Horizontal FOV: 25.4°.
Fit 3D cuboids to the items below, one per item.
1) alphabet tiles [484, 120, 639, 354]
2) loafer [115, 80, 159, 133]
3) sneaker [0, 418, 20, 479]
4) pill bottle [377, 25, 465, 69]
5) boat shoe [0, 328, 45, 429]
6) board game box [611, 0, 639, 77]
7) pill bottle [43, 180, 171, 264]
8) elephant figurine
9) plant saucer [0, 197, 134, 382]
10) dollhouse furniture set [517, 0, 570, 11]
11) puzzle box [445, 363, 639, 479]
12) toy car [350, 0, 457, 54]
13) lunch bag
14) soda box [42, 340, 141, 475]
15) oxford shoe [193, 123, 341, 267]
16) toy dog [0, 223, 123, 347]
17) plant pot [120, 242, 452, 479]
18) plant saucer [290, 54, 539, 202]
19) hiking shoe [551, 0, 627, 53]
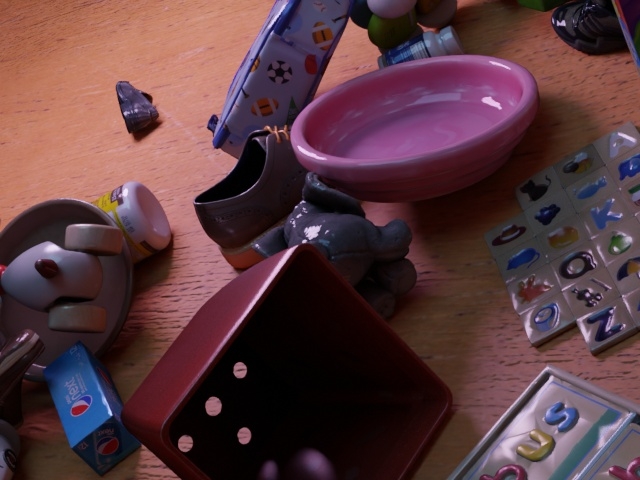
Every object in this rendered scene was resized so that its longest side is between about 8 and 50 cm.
[{"bbox_3d":[0.341,-0.013,1.655,0.285,0.011,0.342,-31,33,11],"label":"alphabet tiles"},{"bbox_3d":[-0.331,-0.245,2.564,0.061,0.062,0.170,-16,35,-8],"label":"loafer"},{"bbox_3d":[-0.562,0.370,1.936,0.330,0.122,0.146,-32,31,10],"label":"sneaker"},{"bbox_3d":[0.151,-0.270,2.110,0.120,0.067,0.067,-26,34,17],"label":"pill bottle"},{"bbox_3d":[-0.452,0.223,2.004,0.257,0.095,0.095,-41,12,33],"label":"boat shoe"},{"bbox_3d":[0.418,-0.241,1.607,0.142,0.275,0.144,-22,35,13],"label":"board game box"},{"bbox_3d":[-0.347,0.004,2.196,0.215,0.117,0.117,-28,33,14],"label":"pill bottle"},{"bbox_3d":[0.000,0.000,1.806,0.169,0.186,0.239,-25,40,-17],"label":"elephant figurine"},{"bbox_3d":[-0.389,0.075,2.107,0.277,0.041,0.278,-6,75,24],"label":"plant saucer"},{"bbox_3d":[0.299,-0.469,2.087,0.151,0.198,0.301,-27,23,-10],"label":"dollhouse furniture set"},{"bbox_3d":[0.187,0.314,1.351,0.409,0.052,0.272,-47,33,-15],"label":"puzzle box"},{"bbox_3d":[0.117,-0.375,2.166,0.136,0.159,0.182,33,72,27],"label":"toy car"},{"bbox_3d":[-0.061,-0.263,2.147,0.303,0.115,0.243,-56,12,30],"label":"lunch bag"},{"bbox_3d":[-0.313,0.225,1.931,0.071,0.067,0.210,-38,32,-1],"label":"soda box"},{"bbox_3d":[-0.021,-0.122,2.025,0.363,0.133,0.130,-43,32,-9],"label":"oxford shoe"},{"bbox_3d":[-0.444,0.052,2.025,0.333,0.161,0.220,-21,69,19],"label":"toy dog"},{"bbox_3d":[-0.066,0.191,1.583,0.235,0.267,0.267,-7,41,57],"label":"plant pot"},{"bbox_3d":[0.129,-0.144,1.886,0.332,0.084,0.332,-12,27,6],"label":"plant saucer"},{"bbox_3d":[0.386,-0.311,1.890,0.086,0.114,0.227,-49,34,-18],"label":"hiking shoe"}]
